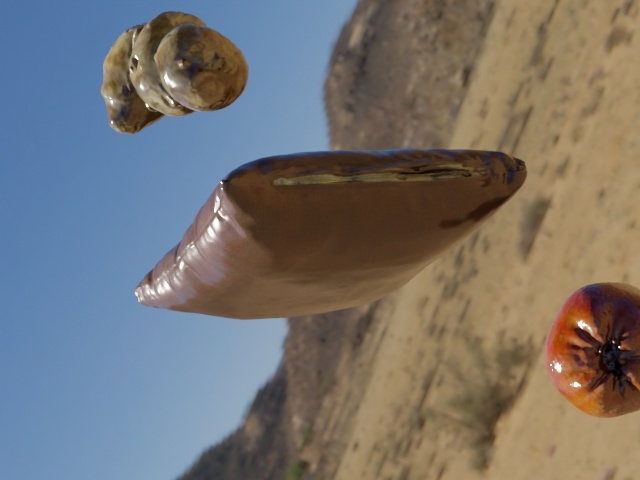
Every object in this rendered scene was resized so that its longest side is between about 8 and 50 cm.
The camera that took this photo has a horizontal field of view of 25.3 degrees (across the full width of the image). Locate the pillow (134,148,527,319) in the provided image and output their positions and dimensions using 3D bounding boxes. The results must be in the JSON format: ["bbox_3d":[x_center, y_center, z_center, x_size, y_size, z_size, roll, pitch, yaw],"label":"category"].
[{"bbox_3d":[0.000,0.000,1.378,0.305,0.308,0.108,-44,55,57],"label":"pillow"}]

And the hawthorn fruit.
[{"bbox_3d":[0.283,0.102,1.384,0.132,0.133,0.138,-68,-11,12],"label":"hawthorn fruit"}]

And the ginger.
[{"bbox_3d":[-0.122,-0.140,1.183,0.204,0.080,0.104,0,68,61],"label":"ginger"}]
